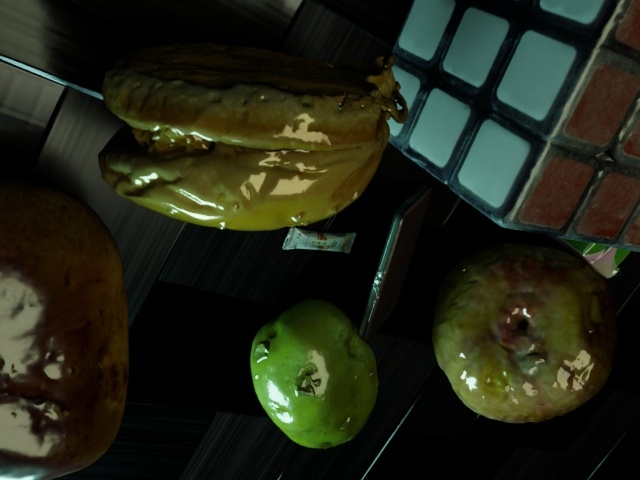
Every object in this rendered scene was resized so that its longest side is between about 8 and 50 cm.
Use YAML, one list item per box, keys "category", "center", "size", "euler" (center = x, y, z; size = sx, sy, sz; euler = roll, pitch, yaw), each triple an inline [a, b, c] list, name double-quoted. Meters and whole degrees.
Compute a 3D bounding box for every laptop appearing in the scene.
- category: "laptop"
  center: [0.106, 0.030, 1.011]
  size: [0.154, 0.026, 0.207]
  euler: [-39, 147, -58]

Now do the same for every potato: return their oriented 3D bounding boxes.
- category: "potato"
  center: [-0.008, 0.196, 1.036]
  size: [0.186, 0.149, 0.253]
  euler: [-36, 130, -38]

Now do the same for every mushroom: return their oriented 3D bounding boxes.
- category: "mushroom"
  center: [-0.363, 0.100, 0.746]
  size: [0.346, 0.260, 0.345]
  euler: [-2, 96, -16]

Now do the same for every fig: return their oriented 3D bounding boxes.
- category: "fig"
  center: [0.322, 0.153, 1.172]
  size: [0.286, 0.286, 0.368]
  euler: [-40, 168, -1]

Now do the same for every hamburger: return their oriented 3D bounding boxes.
- category: "hamburger"
  center: [-0.059, -0.108, 0.684]
  size: [0.319, 0.319, 0.158]
  euler: [-10, 113, -25]

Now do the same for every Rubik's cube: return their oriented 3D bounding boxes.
- category: "Rubik's cube"
  center: [0.288, -0.192, 0.843]
  size: [0.305, 0.301, 0.303]
  euler: [10, 114, -34]

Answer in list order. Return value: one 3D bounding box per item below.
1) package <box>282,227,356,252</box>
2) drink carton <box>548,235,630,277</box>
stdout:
- category: "package"
  center: [0.000, 0.000, 0.991]
  size: [0.110, 0.015, 0.037]
  euler: [4, 124, -31]
- category: "drink carton"
  center: [0.471, -0.094, 1.107]
  size: [0.108, 0.161, 0.271]
  euler: [30, 102, -41]
